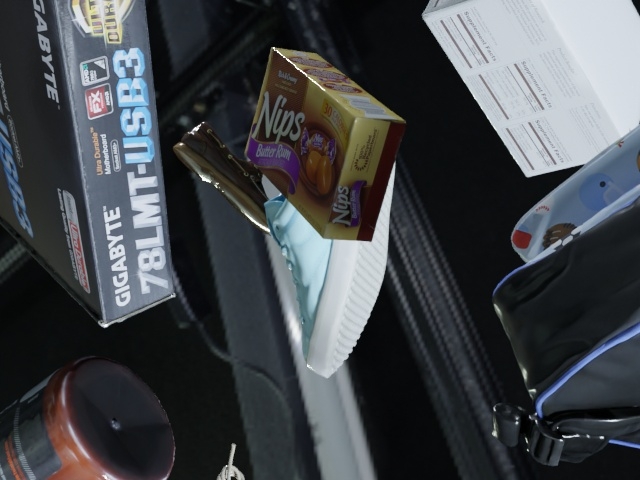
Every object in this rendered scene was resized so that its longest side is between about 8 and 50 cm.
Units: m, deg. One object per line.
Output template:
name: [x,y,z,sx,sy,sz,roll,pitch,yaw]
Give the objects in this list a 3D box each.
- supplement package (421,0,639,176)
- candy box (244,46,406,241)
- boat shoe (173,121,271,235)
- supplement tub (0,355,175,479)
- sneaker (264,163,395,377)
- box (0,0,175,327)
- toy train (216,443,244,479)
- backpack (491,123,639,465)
supplement package: [0.274,-0.249,1.309,0.145,0.262,0.204,-12,-141,39]
candy box: [-0.001,-0.088,0.939,0.186,0.053,0.109,47,-52,52]
boat shoe: [-0.124,-0.096,1.616,0.207,0.073,0.073,44,-19,7]
supplement tub: [-0.202,0.168,0.748,0.198,0.106,0.106,-35,-122,22]
sneaker: [0.000,0.000,1.410,0.150,0.135,0.365,20,-65,23]
box: [-0.222,-0.128,0.809,0.293,0.073,0.295,37,-41,41]
toy train: [-0.099,0.419,1.544,0.105,0.143,0.248,0,-103,23]
backpack: [0.277,0.043,0.750,0.276,0.263,0.213,-37,-140,30]
